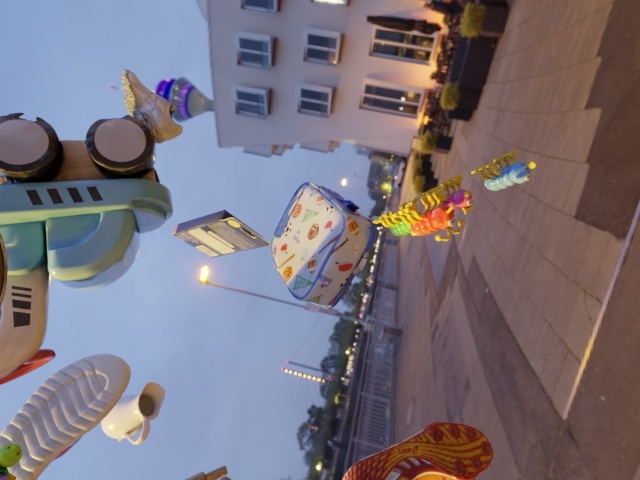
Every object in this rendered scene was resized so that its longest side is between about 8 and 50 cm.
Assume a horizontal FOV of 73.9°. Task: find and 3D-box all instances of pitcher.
[{"bbox_3d":[-0.588,0.558,1.318,0.125,0.207,0.177,42,-152,-34],"label":"pitcher"}]

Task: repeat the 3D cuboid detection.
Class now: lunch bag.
[{"bbox_3d":[0.000,0.000,0.983,0.243,0.115,0.303,-60,33,12],"label":"lunch bag"}]

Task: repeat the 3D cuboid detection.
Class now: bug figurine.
[{"bbox_3d":[0.231,-0.065,0.753,0.072,0.279,0.216,64,156,-3],"label":"bug figurine"}]

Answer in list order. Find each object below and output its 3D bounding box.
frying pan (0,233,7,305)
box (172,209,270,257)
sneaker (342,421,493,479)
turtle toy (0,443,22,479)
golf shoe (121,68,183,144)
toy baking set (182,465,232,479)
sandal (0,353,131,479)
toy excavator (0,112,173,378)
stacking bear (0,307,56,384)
[{"bbox_3d":[-0.339,-0.032,0.347,0.326,0.197,0.053,-60,11,-1],"label":"frying pan"},{"bbox_3d":[-0.242,-0.015,1.055,0.136,0.226,0.036,40,-128,-42],"label":"box"},{"bbox_3d":[0.103,0.243,0.463,0.067,0.175,0.064,97,161,-55],"label":"sneaker"},{"bbox_3d":[-0.642,0.458,0.824,0.066,0.095,0.130,-31,21,46],"label":"turtle toy"},{"bbox_3d":[-0.338,-0.267,0.851,0.086,0.176,0.069,-21,-13,-30],"label":"golf shoe"},{"bbox_3d":[-0.193,0.479,0.704,0.197,0.256,0.030,44,146,46],"label":"toy baking set"},{"bbox_3d":[-0.625,0.437,0.993,0.416,0.169,0.102,-46,-17,-20],"label":"sandal"},{"bbox_3d":[-0.464,0.040,0.709,0.222,0.434,0.444,137,123,-65],"label":"toy excavator"},{"bbox_3d":[-0.829,0.205,1.059,0.288,0.164,0.175,59,179,11],"label":"stacking bear"}]
